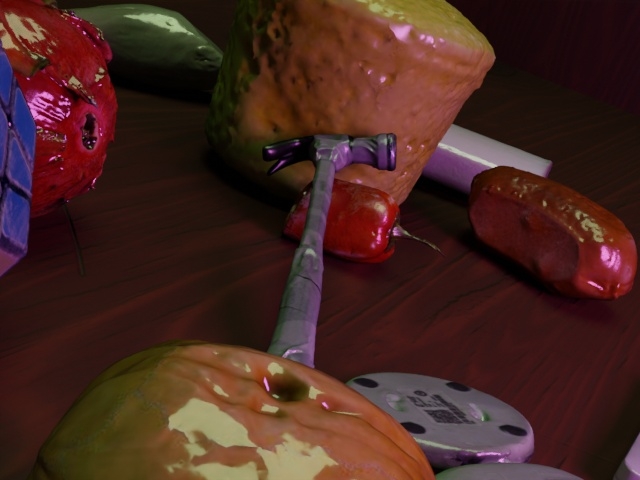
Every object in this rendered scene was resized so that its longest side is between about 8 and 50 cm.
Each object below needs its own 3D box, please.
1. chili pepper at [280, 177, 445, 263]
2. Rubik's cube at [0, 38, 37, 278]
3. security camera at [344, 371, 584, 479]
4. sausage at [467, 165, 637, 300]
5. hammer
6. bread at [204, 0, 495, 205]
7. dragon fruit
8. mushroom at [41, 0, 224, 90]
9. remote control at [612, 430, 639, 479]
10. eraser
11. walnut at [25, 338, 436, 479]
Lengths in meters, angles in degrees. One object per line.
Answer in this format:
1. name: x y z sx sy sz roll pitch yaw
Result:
1. chili pepper: 0.053 -0.015 1.059 0.192 0.086 0.084 20 15 13
2. Rubik's cube: -0.349 -0.060 0.619 0.264 0.319 0.319 -8 22 4
3. security camera: 0.112 0.179 0.668 0.157 0.080 0.301 5 15 -23
4. sausage: 0.293 -0.013 1.191 0.133 0.133 0.258 -3 28 -42
5. hammer: 0.000 0.001 0.921 0.152 0.044 0.427 0 34 4
6. bread: 0.028 -0.212 1.218 0.348 0.308 0.348 21 17 -7
7. dragon fruit: -0.317 -0.131 0.875 0.252 0.241 0.241 41 26 8
8. mushroom: -0.293 -0.308 1.461 0.350 0.128 0.128 9 23 -10
9. remote control: 0.347 0.193 0.858 0.103 0.034 0.250 27 23 22
10. eraser: 0.217 -0.129 1.450 0.270 0.095 0.174 22 22 13
11. walnut: -0.039 0.148 0.468 0.221 0.195 0.195 13 22 2
